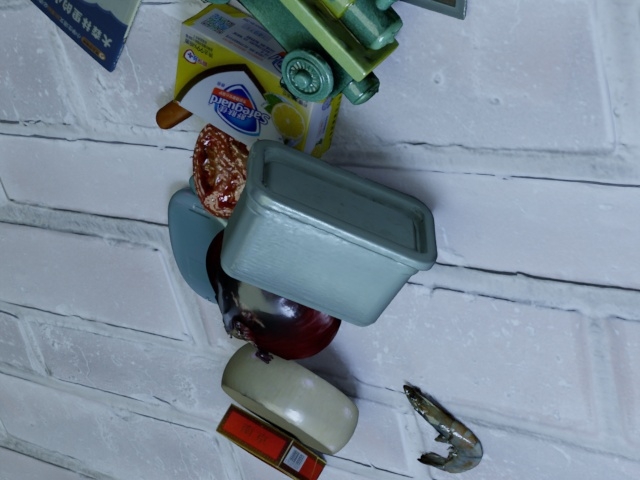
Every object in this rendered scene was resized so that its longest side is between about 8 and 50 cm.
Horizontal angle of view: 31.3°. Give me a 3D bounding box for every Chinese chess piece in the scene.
[{"bbox_3d":[-0.057,0.292,2.113,0.273,0.102,0.273,29,165,8],"label":"Chinese chess piece"}]

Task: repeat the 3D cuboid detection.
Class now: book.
[{"bbox_3d":[-0.398,-0.464,1.968,0.228,0.018,0.322,43,138,6],"label":"book"}]

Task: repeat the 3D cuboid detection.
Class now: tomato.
[{"bbox_3d":[-0.129,-0.126,1.946,0.167,0.082,0.174,-7,97,14],"label":"tomato"}]

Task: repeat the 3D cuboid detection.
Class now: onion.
[{"bbox_3d":[-0.058,0.061,1.966,0.273,0.285,0.273,47,176,4],"label":"onion"}]

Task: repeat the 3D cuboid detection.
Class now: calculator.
[{"bbox_3d":[-0.210,0.001,2.144,0.186,0.041,0.298,25,135,25],"label":"calculator"}]

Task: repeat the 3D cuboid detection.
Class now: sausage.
[{"bbox_3d":[-0.241,-0.232,1.993,0.131,0.041,0.039,-26,80,47],"label":"sausage"}]

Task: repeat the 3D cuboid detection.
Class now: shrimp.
[{"bbox_3d":[0.199,0.352,2.074,0.195,0.035,0.148,42,141,5],"label":"shrimp"}]

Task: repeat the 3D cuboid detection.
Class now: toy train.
[{"bbox_3d":[-0.023,-0.365,1.612,0.369,0.150,0.237,46,136,-3],"label":"toy train"}]

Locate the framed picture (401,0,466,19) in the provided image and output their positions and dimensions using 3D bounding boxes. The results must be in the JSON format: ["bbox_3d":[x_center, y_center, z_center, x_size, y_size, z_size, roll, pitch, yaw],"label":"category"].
[{"bbox_3d":[0.081,-0.445,1.569,0.296,0.019,0.232,24,137,26],"label":"framed picture"}]

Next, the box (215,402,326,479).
[{"bbox_3d":[-0.093,0.407,2.251,0.153,0.074,0.240,21,165,23],"label":"box"}]

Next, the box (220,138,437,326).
[{"bbox_3d":[0.000,0.000,1.758,0.312,0.175,0.182,23,122,-14],"label":"box"}]

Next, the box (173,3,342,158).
[{"bbox_3d":[-0.099,-0.244,1.820,0.265,0.097,0.168,33,136,17],"label":"box"}]
